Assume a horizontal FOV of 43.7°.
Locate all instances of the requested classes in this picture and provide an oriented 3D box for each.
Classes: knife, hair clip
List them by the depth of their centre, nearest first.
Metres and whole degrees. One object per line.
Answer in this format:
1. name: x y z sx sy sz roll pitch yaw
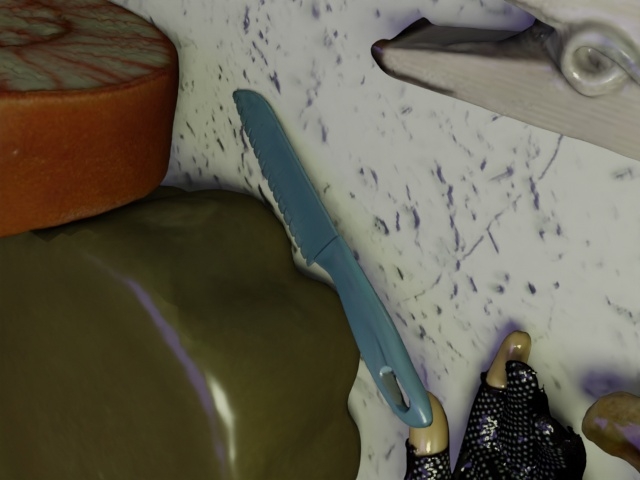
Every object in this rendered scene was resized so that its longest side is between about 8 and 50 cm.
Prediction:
1. hair clip: 0.180 -0.090 0.398 0.330 0.085 0.101 24 123 25
2. knife: 0.000 0.000 0.590 0.044 0.019 0.313 -46 60 35

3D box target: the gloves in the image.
1. gloves: 0.129 0.152 0.540 0.129 0.106 0.181 11 88 44

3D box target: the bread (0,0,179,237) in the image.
1. bread: -0.264 -0.124 0.622 0.327 0.295 0.114 43 131 43

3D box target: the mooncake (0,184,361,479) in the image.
1. mooncake: -0.137 0.131 0.690 0.378 0.200 0.379 13 114 32

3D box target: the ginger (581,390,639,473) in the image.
1. ginger: 0.264 0.244 0.460 0.166 0.080 0.333 -8 97 41
